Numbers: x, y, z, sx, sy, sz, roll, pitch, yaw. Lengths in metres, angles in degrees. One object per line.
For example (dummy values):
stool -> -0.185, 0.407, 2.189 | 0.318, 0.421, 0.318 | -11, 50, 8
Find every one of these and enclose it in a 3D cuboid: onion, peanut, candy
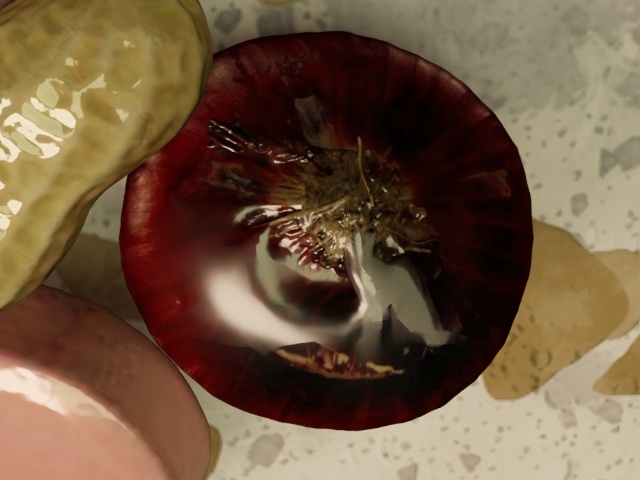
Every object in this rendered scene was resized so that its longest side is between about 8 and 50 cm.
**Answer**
onion -> 0.000, 0.000, 1.078 | 0.273, 0.285, 0.273 | 2, 76, -9
peanut -> -0.188, -0.047, 0.960 | 0.136, 0.120, 0.298 | 33, 108, -36
candy -> -0.198, 0.142, 1.096 | 0.255, 0.094, 0.255 | 9, 132, 11

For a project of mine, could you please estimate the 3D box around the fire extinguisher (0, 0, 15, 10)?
fire extinguisher -> -0.205, -0.150, 1.013 | 0.269, 0.105, 0.105 | -44, 113, 10
